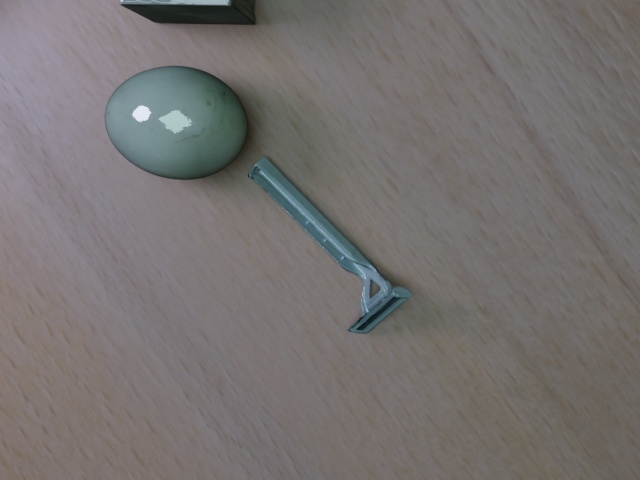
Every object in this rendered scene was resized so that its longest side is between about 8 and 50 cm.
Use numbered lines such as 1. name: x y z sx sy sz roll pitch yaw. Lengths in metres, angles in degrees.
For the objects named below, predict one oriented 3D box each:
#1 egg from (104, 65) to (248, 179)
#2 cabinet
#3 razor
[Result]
1. egg: -0.191 -0.156 1.148 0.192 0.149 0.150 11 96 9
2. cabinet: -0.164 -0.398 1.128 0.150 0.145 0.206 3 95 8
3. razor: 0.006 -0.005 1.189 0.278 0.056 0.111 50 135 7
